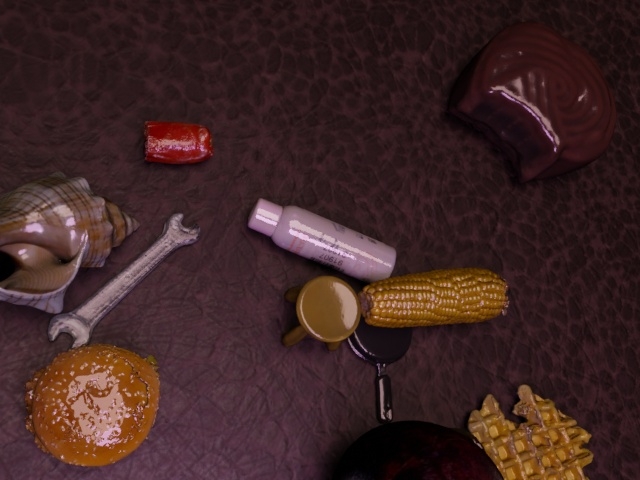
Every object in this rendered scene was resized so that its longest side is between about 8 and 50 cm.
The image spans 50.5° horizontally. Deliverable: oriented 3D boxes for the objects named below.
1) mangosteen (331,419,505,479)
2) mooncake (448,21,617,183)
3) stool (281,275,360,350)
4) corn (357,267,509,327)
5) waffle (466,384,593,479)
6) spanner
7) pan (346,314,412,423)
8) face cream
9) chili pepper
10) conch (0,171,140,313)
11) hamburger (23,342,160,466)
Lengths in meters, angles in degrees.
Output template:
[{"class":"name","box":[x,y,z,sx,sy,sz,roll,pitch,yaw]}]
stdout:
[{"class":"mangosteen","box":[0.163,0.416,1.002,0.300,0.300,0.300,6,70,-17]},{"class":"mooncake","box":[0.438,-0.290,1.410,0.334,0.174,0.325,-11,78,-24]},{"class":"stool","box":[-0.001,0.125,1.142,0.135,0.110,0.134,-39,89,-27]},{"class":"corn","box":[0.204,0.101,1.211,0.305,0.106,0.106,0,72,-28]},{"class":"waffle","box":[0.367,0.397,1.209,0.261,0.056,0.250,34,65,-8]},{"class":"spanner","box":[-0.315,0.062,1.105,0.071,0.017,0.302,43,64,-1]},{"class":"pan","box":[0.111,0.202,1.199,0.136,0.028,0.235,3,71,-21]},{"class":"face cream","box":[0.000,0.000,1.202,0.269,0.082,0.082,22,66,-11]},{"class":"chili pepper","box":[-0.246,-0.169,1.182,0.123,0.073,0.070,0,114,-17]},{"class":"conch","box":[-0.429,0.013,0.997,0.386,0.169,0.203,-22,76,-39]},{"class":"hamburger","box":[-0.332,0.234,0.986,0.191,0.118,0.181,21,63,-7]}]
